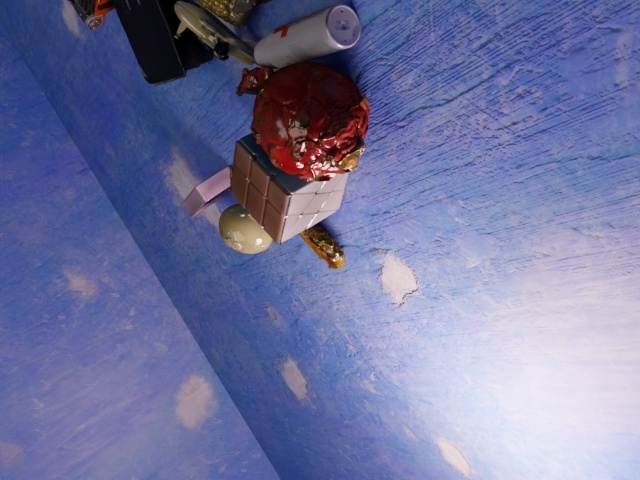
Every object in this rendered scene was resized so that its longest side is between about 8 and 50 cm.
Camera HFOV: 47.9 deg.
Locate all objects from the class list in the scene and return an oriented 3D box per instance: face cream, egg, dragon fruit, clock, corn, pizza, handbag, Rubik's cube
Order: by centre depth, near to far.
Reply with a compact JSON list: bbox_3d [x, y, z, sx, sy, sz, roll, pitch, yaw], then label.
[{"bbox_3d":[-0.023,-0.281,1.681,0.342,0.277,0.277,43,149,39],"label":"dragon fruit"},{"bbox_3d":[-0.047,-0.468,1.694,0.345,0.102,0.102,3,122,54],"label":"face cream"},{"bbox_3d":[-0.148,-0.404,1.808,0.126,0.112,0.068,-3,90,58],"label":"dragon fruit"},{"bbox_3d":[-0.305,-0.682,1.835,0.347,0.130,0.130,44,149,10],"label":"corn"},{"bbox_3d":[-0.084,-0.169,1.917,0.225,0.231,0.221,46,148,21],"label":"Rubik's cube"},{"bbox_3d":[0.000,0.000,2.130,0.226,0.069,0.147,42,169,30],"label":"pizza"},{"bbox_3d":[-0.479,-0.644,2.142,0.303,0.122,0.329,7,126,55],"label":"handbag"},{"bbox_3d":[-0.241,-0.037,2.356,0.201,0.164,0.164,30,142,31],"label":"egg"},{"bbox_3d":[-0.371,-0.164,2.429,0.063,0.150,0.197,54,151,-2],"label":"clock"}]

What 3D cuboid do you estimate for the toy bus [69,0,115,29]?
[{"bbox_3d":[-0.703,-0.820,2.271,0.143,0.153,0.329,52,149,5],"label":"toy bus"}]

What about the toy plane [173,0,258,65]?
[{"bbox_3d":[-0.268,-0.530,1.866,0.256,0.104,0.242,25,-172,-7],"label":"toy plane"}]

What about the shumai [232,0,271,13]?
[{"bbox_3d":[-0.186,-0.641,1.707,0.206,0.166,0.175,27,162,43],"label":"shumai"}]
